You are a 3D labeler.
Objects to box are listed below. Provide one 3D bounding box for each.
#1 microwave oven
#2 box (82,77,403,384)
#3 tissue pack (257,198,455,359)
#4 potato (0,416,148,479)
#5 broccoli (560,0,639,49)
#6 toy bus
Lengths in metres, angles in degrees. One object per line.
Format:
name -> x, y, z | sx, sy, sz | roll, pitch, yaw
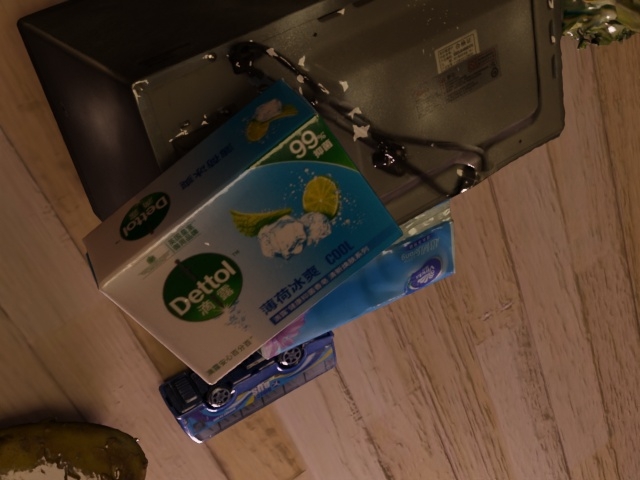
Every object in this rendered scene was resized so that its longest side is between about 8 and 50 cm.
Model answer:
microwave oven -> -0.015, -0.161, 0.863 | 0.432, 0.374, 0.236 | -29, 124, -21
box -> -0.055, -0.003, 0.652 | 0.194, 0.073, 0.139 | -38, 129, 2
tissue pack -> 0.000, 0.000, 1.052 | 0.263, 0.198, 0.146 | -22, 125, -20
potato -> -0.332, 0.290, 1.049 | 0.251, 0.113, 0.149 | 4, 114, -34
broccoli -> 0.416, -0.329, 1.089 | 0.177, 0.275, 0.198 | -14, 118, -21
toy bus -> -0.091, 0.182, 1.161 | 0.236, 0.079, 0.094 | -28, 126, -16
